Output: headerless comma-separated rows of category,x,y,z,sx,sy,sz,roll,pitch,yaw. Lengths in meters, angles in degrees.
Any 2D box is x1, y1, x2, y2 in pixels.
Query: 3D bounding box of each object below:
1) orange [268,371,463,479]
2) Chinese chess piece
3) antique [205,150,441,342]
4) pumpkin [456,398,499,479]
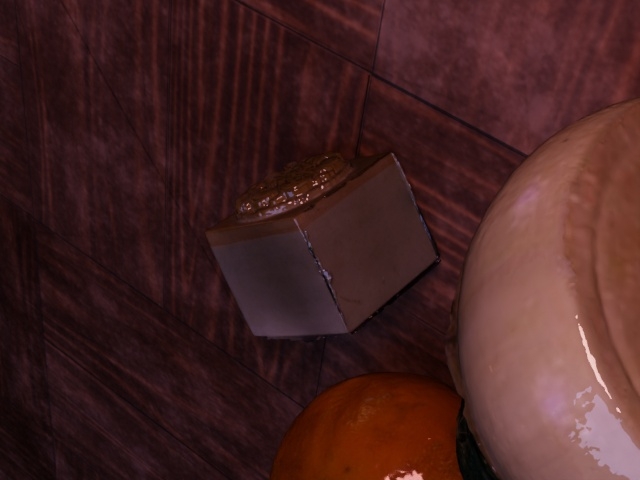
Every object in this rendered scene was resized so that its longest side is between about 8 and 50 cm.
orange,0.076,0.274,1.153,0.284,0.226,0.283,22,126,33
Chinese chess piece,0.249,0.069,0.725,0.338,0.338,0.140,48,145,5
antique,0.000,0.000,1.074,0.152,0.147,0.148,-8,111,48
pumpkin,0.232,0.166,0.935,0.263,0.197,0.293,42,139,16
